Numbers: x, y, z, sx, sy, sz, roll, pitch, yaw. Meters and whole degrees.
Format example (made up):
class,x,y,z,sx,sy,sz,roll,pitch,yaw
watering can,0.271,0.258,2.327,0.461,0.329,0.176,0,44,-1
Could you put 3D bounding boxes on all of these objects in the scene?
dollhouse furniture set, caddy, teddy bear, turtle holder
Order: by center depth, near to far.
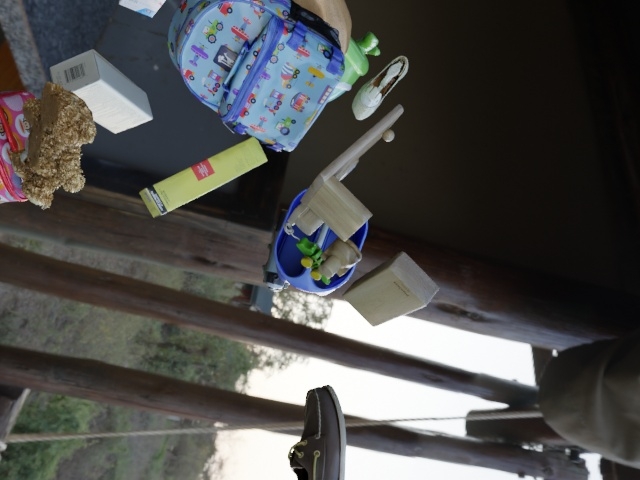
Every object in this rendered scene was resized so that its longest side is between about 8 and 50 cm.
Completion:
class,x,y,z,sx,sy,sz,roll,pitch,yaw
dollhouse furniture set,0.066,-0.018,0.517,0.123,0.151,0.144,-45,180,-28
turtle holder,-0.040,-0.394,1.015,0.227,0.243,0.320,-42,-145,14
teddy bear,-0.650,-0.228,1.223,0.113,0.245,0.338,-8,135,-55
caddy,0.000,0.000,1.483,0.179,0.241,0.341,110,0,-69

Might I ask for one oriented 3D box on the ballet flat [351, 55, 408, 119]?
class,x,y,z,sx,sy,sz,roll,pitch,yaw
ballet flat,0.128,-0.339,1.094,0.168,0.057,0.052,-50,-177,3

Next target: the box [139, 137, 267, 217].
class,x,y,z,sx,sy,sz,roll,pitch,yaw
box,-0.220,-0.122,0.951,0.087,0.232,0.058,-2,-63,63

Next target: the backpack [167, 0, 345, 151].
class,x,y,z,sx,sy,sz,roll,pitch,yaw
backpack,-0.079,-0.202,0.556,0.158,0.173,0.117,-47,-147,28

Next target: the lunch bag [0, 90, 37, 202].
class,x,y,z,sx,sy,sz,roll,pitch,yaw
lunch bag,-0.865,-0.256,1.381,0.258,0.120,0.293,-66,149,-65

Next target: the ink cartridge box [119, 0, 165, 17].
class,x,y,z,sx,sy,sz,roll,pitch,yaw
ink cartridge box,-0.505,-0.743,1.462,0.181,0.104,0.061,-15,-107,47

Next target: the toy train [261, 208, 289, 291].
class,x,y,z,sx,sy,sz,roll,pitch,yaw
toy train,-0.139,0.034,1.921,0.190,0.142,0.334,104,2,-84

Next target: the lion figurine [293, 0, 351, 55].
class,x,y,z,sx,sy,sz,roll,pitch,yaw
lion figurine,-0.031,-0.349,0.655,0.142,0.240,0.392,-51,137,-25

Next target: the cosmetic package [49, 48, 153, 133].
class,x,y,z,sx,sy,sz,roll,pitch,yaw
cosmetic package,-0.705,-0.476,1.637,0.309,0.160,0.113,41,31,-78

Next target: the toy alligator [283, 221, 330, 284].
class,x,y,z,sx,sy,sz,roll,pitch,yaw
toy alligator,-0.017,0.029,1.172,0.051,0.189,0.056,-14,-150,41

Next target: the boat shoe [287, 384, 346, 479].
class,x,y,z,sx,sy,sz,roll,pitch,yaw
boat shoe,-0.010,0.436,0.952,0.116,0.097,0.324,123,-30,-55
